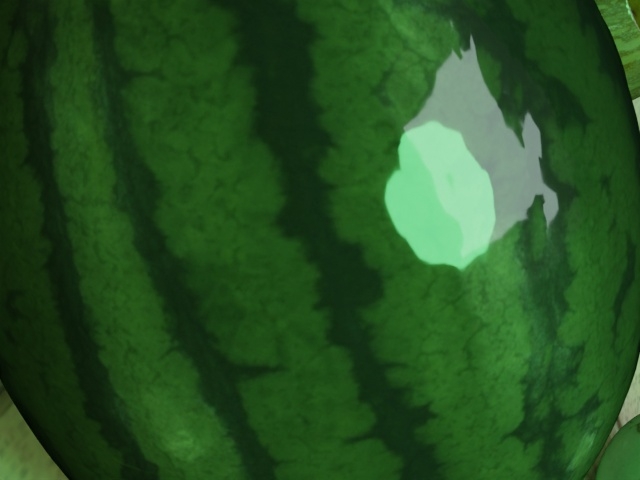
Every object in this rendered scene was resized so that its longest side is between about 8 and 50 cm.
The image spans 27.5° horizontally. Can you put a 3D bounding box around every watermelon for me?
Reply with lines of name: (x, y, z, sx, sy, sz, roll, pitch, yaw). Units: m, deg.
watermelon: (-0.010, -0.022, 0.538, 0.279, 0.279, 0.359, -43, 119, -49)

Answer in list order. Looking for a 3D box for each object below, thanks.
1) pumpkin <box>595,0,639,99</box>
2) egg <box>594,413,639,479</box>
pumpkin: (0.286, -0.224, 1.161, 0.217, 0.110, 0.217, -5, 96, -52)
egg: (0.322, 0.240, 1.121, 0.231, 0.168, 0.168, 58, 43, -30)
